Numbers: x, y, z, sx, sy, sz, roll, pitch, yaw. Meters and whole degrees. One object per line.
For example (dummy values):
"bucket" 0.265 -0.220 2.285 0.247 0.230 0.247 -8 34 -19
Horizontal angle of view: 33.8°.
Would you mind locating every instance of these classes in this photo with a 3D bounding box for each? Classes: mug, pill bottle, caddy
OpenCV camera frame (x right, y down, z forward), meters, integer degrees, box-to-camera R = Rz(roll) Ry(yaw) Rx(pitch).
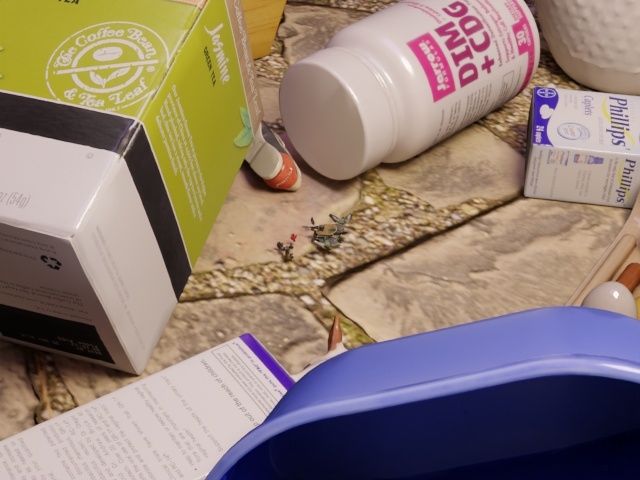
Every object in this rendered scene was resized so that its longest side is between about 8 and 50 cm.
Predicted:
"mug" 0.436 -0.364 1.273 0.374 0.328 0.276 -11 39 -15
"pill bottle" 0.100 -0.183 1.173 0.160 0.160 0.283 31 48 34
"caddy" 0.091 0.178 0.588 0.341 0.241 0.179 -14 10 15

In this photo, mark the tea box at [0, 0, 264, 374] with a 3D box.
"tea box" -0.266 -0.098 0.949 0.328 0.220 0.324 12 56 14

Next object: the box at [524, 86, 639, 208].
"box" 0.294 -0.102 1.142 0.137 0.072 0.126 7 39 7

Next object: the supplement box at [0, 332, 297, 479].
"supplement box" -0.114 0.174 0.746 0.220 0.111 0.114 -22 43 -27

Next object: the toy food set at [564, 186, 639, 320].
"toy food set" 0.335 0.051 0.926 0.219 0.092 0.306 23 43 27

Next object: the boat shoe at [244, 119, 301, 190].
"boat shoe" -0.061 -0.099 1.161 0.043 0.049 0.137 28 16 -39

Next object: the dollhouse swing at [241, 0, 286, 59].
"dollhouse swing" -0.226 -0.422 1.368 0.315 0.305 0.347 -20 43 -25

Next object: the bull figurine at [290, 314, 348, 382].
"bull figurine" 0.110 0.132 0.771 0.310 0.101 0.188 13 2 7

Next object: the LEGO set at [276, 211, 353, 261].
"LEGO set" -0.002 -0.001 1.054 0.083 0.023 0.054 -18 37 -2
